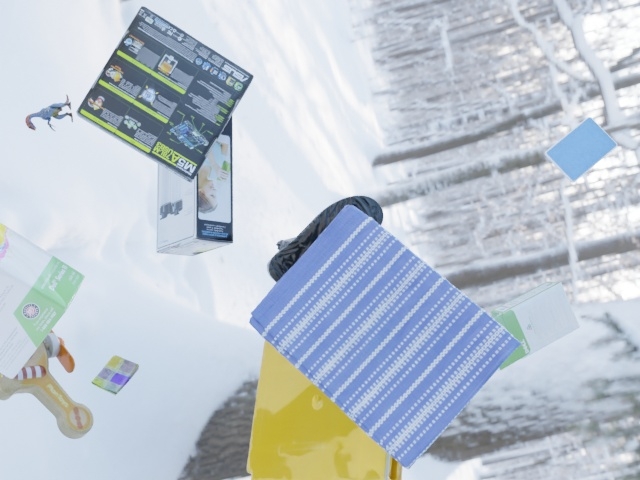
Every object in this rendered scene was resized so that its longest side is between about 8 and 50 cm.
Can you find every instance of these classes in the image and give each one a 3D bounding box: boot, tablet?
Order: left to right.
[{"bbox_3d":[0.000,0.000,1.568,0.094,0.246,0.207,54,-2,-3],"label":"boot"},{"bbox_3d":[0.335,-0.117,1.039,0.054,0.083,0.006,49,-11,11],"label":"tablet"}]

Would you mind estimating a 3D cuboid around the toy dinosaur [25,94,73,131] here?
[{"bbox_3d":[-0.486,-0.223,1.447,0.090,0.082,0.047,-127,-146,-54],"label":"toy dinosaur"}]

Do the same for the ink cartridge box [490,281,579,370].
[{"bbox_3d":[0.433,0.179,1.717,0.109,0.209,0.062,66,-14,-6],"label":"ink cartridge box"}]

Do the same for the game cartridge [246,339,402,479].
[{"bbox_3d":[0.010,0.288,1.416,0.053,0.324,0.285,29,58,-39],"label":"game cartridge"}]

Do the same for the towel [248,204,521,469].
[{"bbox_3d":[0.082,0.130,1.175,0.336,0.243,0.040,41,-2,22],"label":"towel"}]

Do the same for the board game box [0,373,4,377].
[{"bbox_3d":[-0.686,0.246,1.535,0.045,0.193,0.146,43,-39,20],"label":"board game box"}]

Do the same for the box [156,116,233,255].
[{"bbox_3d":[-0.255,-0.123,1.630,0.087,0.169,0.289,8,74,-37],"label":"box"}]

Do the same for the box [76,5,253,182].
[{"bbox_3d":[-0.222,-0.209,1.171,0.191,0.184,0.045,30,-5,-12],"label":"box"}]

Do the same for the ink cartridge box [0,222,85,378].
[{"bbox_3d":[-0.622,0.058,1.400,0.353,0.207,0.119,36,25,-16],"label":"ink cartridge box"}]

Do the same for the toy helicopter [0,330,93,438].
[{"bbox_3d":[-0.667,0.321,1.932,0.355,0.140,0.235,48,34,-3],"label":"toy helicopter"}]

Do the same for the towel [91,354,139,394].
[{"bbox_3d":[-0.394,0.257,1.556,0.083,0.060,0.009,-55,163,-49],"label":"towel"}]
